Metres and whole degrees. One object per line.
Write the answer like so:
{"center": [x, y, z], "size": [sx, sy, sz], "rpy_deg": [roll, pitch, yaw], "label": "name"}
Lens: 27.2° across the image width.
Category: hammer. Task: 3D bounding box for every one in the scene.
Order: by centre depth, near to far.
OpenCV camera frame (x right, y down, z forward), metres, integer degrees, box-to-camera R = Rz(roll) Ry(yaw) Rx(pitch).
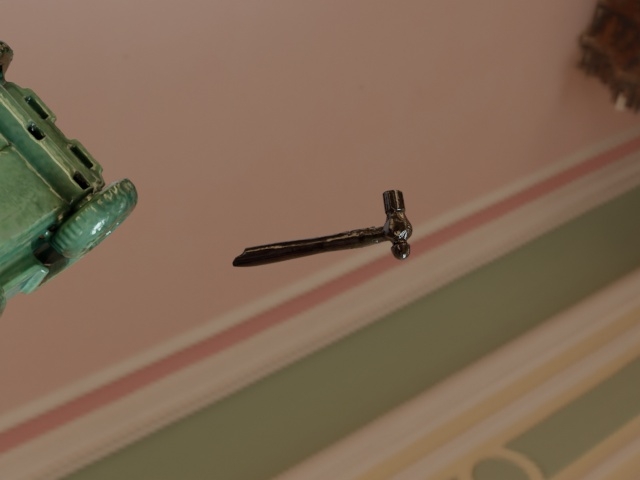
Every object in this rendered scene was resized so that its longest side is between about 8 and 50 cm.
{"center": [0.000, 0.000, 1.205], "size": [0.178, 0.021, 0.065], "rpy_deg": [-11, -109, 24], "label": "hammer"}

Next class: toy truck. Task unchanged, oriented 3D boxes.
{"center": [-0.249, -0.005, 0.825], "size": [0.155, 0.156, 0.279], "rpy_deg": [48, -146, -3], "label": "toy truck"}
